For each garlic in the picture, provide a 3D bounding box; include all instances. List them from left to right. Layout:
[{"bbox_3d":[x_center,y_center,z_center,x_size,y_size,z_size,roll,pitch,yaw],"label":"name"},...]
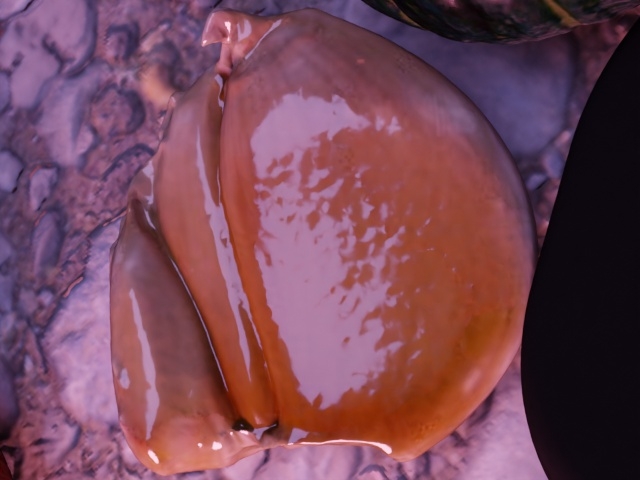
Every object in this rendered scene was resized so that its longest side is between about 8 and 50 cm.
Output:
[{"bbox_3d":[0.000,0.000,0.540,0.217,0.110,0.227,-2,92,10],"label":"garlic"}]

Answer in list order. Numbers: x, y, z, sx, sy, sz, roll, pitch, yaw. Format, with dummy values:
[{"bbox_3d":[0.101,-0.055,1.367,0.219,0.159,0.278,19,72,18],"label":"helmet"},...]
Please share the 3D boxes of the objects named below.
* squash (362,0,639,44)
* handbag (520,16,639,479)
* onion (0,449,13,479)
[{"bbox_3d":[0.092,-0.208,0.473,0.252,0.165,0.252,-22,48,27],"label":"squash"},{"bbox_3d":[0.195,-0.002,0.410,0.254,0.093,0.308,-3,64,55],"label":"handbag"},{"bbox_3d":[-0.285,0.182,0.598,0.248,0.161,0.248,-2,79,11],"label":"onion"}]
